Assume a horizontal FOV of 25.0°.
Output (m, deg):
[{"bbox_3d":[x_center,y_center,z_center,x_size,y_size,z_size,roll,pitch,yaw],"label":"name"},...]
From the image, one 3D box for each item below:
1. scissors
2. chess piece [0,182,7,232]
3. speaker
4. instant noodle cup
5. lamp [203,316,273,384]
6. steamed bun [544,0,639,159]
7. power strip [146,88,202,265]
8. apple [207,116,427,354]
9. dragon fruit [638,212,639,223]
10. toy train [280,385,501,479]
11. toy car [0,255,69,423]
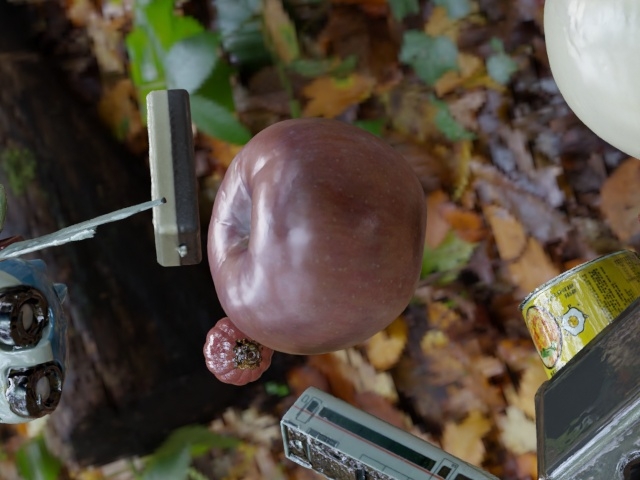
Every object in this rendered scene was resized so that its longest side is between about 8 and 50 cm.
[{"bbox_3d":[-0.228,0.007,1.098,0.248,0.144,0.017,-14,100,38],"label":"scissors"},{"bbox_3d":[-0.346,-0.034,1.180,0.298,0.176,0.175,-174,71,-78],"label":"chess piece"},{"bbox_3d":[0.304,0.179,1.166,0.231,0.192,0.153,39,115,-11],"label":"speaker"},{"bbox_3d":[0.307,0.102,1.542,0.144,0.182,0.182,64,146,16],"label":"instant noodle cup"},{"bbox_3d":[-0.122,0.163,2.156,0.092,0.108,0.107,17,116,60],"label":"lamp"},{"bbox_3d":[0.371,-0.186,1.331,0.312,0.334,0.232,7,121,37],"label":"steamed bun"},{"bbox_3d":[-0.209,-0.087,2.051,0.105,0.070,0.256,91,172,-58],"label":"power strip"},{"bbox_3d":[0.000,0.000,1.734,0.306,0.235,0.305,-173,90,-68],"label":"apple"},{"bbox_3d":[0.547,-0.028,1.969,0.224,0.227,0.224,155,90,-89],"label":"dragon fruit"},{"bbox_3d":[0.140,0.307,1.815,0.407,0.088,0.086,24,142,25],"label":"toy train"},{"bbox_3d":[-0.446,0.130,2.057,0.189,0.190,0.255,3,114,23],"label":"toy car"}]
